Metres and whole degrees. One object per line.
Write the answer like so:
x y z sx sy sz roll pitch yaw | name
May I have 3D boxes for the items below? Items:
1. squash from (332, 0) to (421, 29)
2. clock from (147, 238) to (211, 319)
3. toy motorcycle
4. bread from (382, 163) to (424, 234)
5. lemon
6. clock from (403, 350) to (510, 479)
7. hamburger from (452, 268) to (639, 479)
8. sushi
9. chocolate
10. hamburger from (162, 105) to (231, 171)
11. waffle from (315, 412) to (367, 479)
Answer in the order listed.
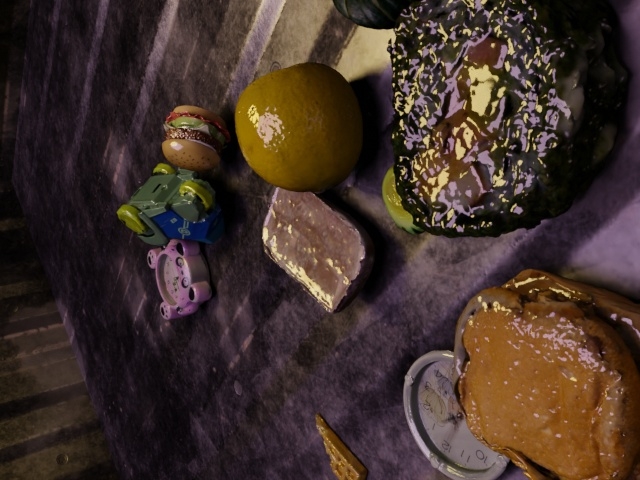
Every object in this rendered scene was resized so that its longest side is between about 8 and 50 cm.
0.103 -0.440 1.020 0.218 0.172 0.218 17 112 50 | squash
-0.414 0.108 1.945 0.248 0.090 0.227 -24 80 52 | clock
-0.365 -0.079 1.745 0.327 0.191 0.200 5 141 45 | toy motorcycle
0.168 -0.077 1.121 0.139 0.071 0.130 -21 79 55 | bread
-0.032 -0.193 1.220 0.240 0.240 0.219 -27 81 53 | lemon
0.243 0.301 1.139 0.236 0.053 0.236 19 115 47 | clock
0.321 0.192 0.915 0.319 0.158 0.318 19 114 49 | hamburger
0.247 -0.177 0.897 0.294 0.178 0.351 12 106 49 | sushi
0.000 0.000 1.346 0.303 0.100 0.185 41 120 37 | chocolate
-0.313 -0.243 1.627 0.175 0.175 0.136 -14 60 54 | hamburger
0.032 0.503 1.506 0.191 0.032 0.125 40 132 43 | waffle
